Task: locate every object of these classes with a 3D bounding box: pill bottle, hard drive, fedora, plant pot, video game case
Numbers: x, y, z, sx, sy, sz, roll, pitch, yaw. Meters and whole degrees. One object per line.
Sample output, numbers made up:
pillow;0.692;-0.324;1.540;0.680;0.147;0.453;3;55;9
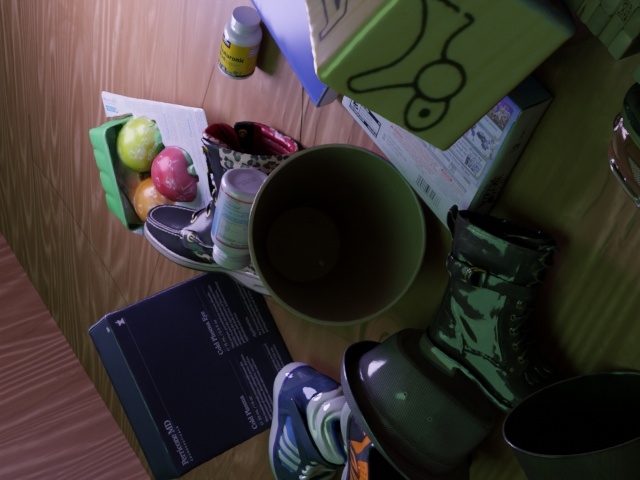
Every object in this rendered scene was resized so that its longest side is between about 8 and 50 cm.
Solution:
pill bottle;-0.132;-0.033;1.610;0.087;0.087;0.160;45;135;33
pill bottle;-0.131;-0.329;1.626;0.065;0.065;0.116;52;147;25
hard drive;-0.039;-0.385;1.458;0.319;0.040;0.210;59;150;14
fedora;0.161;0.234;1.439;0.275;0.243;0.124;50;116;10
plant pot;0.000;0.000;1.500;0.274;0.256;0.257;162;85;-78
video game case;0.150;-0.181;1.268;0.269;0.061;0.244;53;149;24

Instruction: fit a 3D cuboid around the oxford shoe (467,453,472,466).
oxford shoe;0.151;0.289;1.572;0.076;0.076;0.212;-45;70;42

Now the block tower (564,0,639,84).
block tower;0.339;-0.194;0.918;0.335;0.091;0.097;56;149;19

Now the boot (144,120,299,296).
boot;-0.174;-0.076;1.763;0.377;0.138;0.284;23;129;33

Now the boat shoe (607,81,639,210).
boat shoe;0.393;-0.011;0.948;0.324;0.122;0.120;63;157;24

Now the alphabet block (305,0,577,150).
alphabet block;0.117;-0.249;1.029;0.197;0.192;0.193;-42;36;33

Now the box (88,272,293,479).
box;-0.245;0.258;1.977;0.343;0.312;0.179;65;151;4

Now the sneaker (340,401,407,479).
sneaker;0.098;0.403;1.523;0.180;0.124;0.321;-106;1;-56

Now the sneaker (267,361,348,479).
sneaker;0.008;0.406;1.848;0.236;0.130;0.323;32;130;52

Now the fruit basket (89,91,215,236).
fruit basket;-0.310;-0.138;2.012;0.353;0.165;0.327;11;121;38

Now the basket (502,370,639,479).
basket;0.346;0.298;1.185;0.154;0.204;0.227;-85;-22;-66

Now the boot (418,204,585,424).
boot;0.251;0.094;1.243;0.263;0.091;0.229;26;122;16
